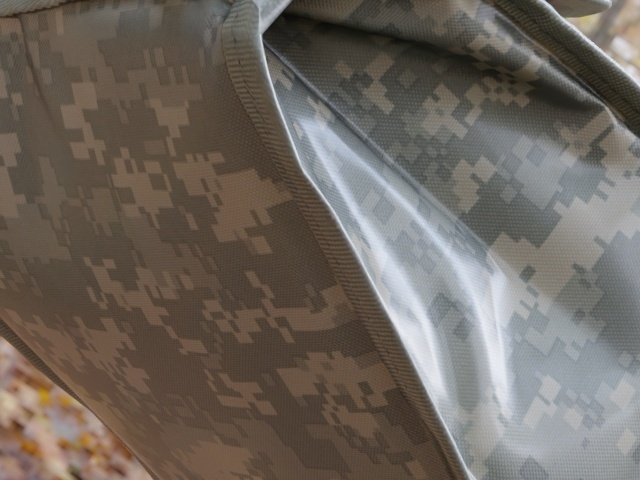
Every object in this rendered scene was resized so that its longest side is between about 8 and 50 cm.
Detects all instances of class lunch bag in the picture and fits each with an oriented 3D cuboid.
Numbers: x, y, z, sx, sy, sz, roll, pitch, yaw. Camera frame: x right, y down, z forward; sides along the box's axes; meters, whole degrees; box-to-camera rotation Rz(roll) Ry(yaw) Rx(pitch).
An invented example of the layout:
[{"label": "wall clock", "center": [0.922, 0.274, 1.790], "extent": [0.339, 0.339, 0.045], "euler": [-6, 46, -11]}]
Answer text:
[{"label": "lunch bag", "center": [0.000, 0.000, 0.591], "extent": [0.235, 0.169, 0.287], "euler": [5, -38, 50]}]
